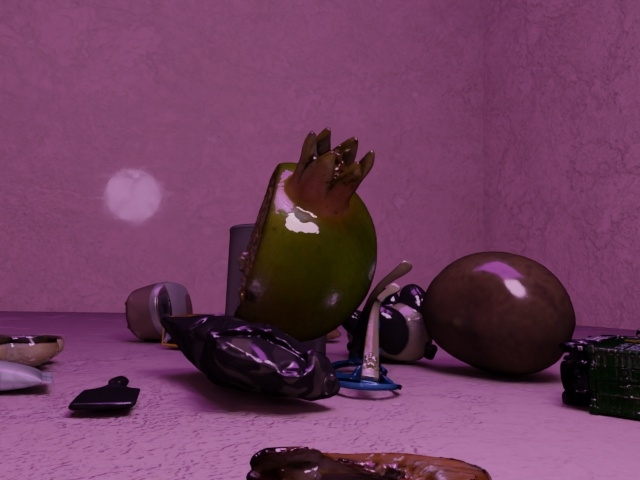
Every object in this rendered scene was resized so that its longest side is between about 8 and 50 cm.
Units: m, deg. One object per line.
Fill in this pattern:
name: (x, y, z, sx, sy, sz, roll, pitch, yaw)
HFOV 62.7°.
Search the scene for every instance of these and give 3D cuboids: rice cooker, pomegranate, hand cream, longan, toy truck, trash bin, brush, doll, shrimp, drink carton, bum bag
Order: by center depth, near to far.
shrimp: (0.019, 0.139, 0.292, 0.148, 0.035, 0.195, 3, -12, 18)
hand cream: (-0.418, 0.153, 0.600, 0.205, 0.049, 0.078, 10, -11, -26)
brush: (-0.238, 0.173, 0.603, 0.063, 0.016, 0.193, 4, -5, -14)
bum bag: (-0.111, 0.145, 0.679, 0.144, 0.095, 0.341, 24, -13, -27)
toy truck: (0.401, 0.169, 0.694, 0.121, 0.088, 0.259, -4, -7, 38)
pomegranate: (0.000, 0.000, 0.846, 0.216, 0.309, 0.358, 23, -54, -11)
longan: (0.297, 0.124, 0.901, 0.246, 0.214, 0.246, -6, -13, -2)
doll: (0.129, 0.172, 1.049, 0.144, 0.135, 0.234, -23, 5, -29)
trash bin: (-0.089, 0.105, 1.107, 0.218, 0.262, 0.277, -1, -6, 30)
drink carton: (-0.273, 0.199, 1.180, 0.084, 0.074, 0.200, 1, -7, 16)
rice cooker: (-0.388, 0.173, 1.275, 0.127, 0.144, 0.206, -8, -8, 1)

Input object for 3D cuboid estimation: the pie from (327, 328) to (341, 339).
pie: (-0.089, 0.233, 1.399, 0.283, 0.068, 0.128, -3, -7, 10)

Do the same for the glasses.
glasses: (0.090, 0.137, 0.759, 0.102, 0.206, 0.239, 38, -2, 3)

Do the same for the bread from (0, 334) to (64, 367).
bread: (-0.510, 0.158, 0.744, 0.287, 0.056, 0.207, 6, -10, -36)
